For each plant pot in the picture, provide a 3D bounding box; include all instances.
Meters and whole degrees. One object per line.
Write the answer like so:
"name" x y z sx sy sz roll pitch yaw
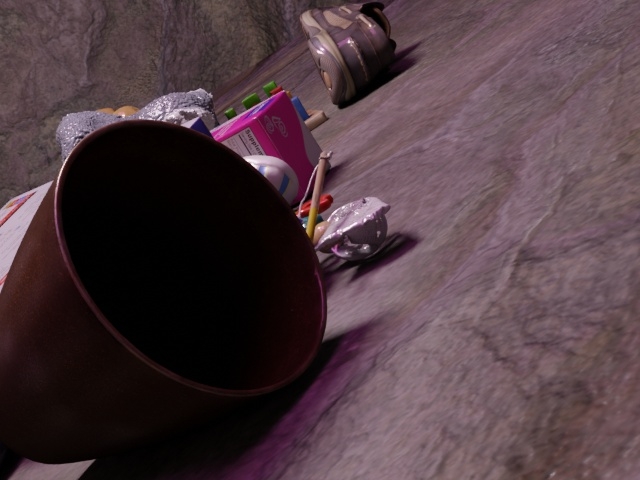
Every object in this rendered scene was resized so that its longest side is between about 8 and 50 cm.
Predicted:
"plant pot" -0.148 0.065 0.977 0.230 0.215 0.215 -41 4 39

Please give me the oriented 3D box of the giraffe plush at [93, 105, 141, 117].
"giraffe plush" -0.303 -0.140 2.308 0.170 0.181 0.210 -33 -28 -58

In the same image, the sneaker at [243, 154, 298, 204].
"sneaker" -0.129 0.000 1.458 0.240 0.091 0.126 -26 32 27

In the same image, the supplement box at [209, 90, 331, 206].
"supplement box" -0.115 -0.067 1.568 0.220 0.114 0.111 -25 13 24

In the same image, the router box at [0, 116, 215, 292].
"router box" -0.276 0.035 1.337 0.301 0.082 0.335 -19 24 36

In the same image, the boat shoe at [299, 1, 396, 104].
"boat shoe" 0.053 -0.298 2.078 0.130 0.132 0.355 -22 22 4

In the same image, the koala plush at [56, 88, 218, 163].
"koala plush" -0.244 -0.138 1.951 0.221 0.203 0.196 -32 13 8

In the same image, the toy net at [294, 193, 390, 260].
"toy net" 0.000 0.000 1.181 0.122 0.045 0.232 -39 15 -35

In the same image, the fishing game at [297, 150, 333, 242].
"fishing game" -0.096 0.033 1.156 0.264 0.041 0.189 -37 22 32

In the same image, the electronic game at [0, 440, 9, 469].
"electronic game" -0.370 0.228 1.197 0.229 0.048 0.229 -31 13 8

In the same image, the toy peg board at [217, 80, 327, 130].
"toy peg board" -0.092 -0.170 1.996 0.161 0.079 0.160 -35 12 -7
